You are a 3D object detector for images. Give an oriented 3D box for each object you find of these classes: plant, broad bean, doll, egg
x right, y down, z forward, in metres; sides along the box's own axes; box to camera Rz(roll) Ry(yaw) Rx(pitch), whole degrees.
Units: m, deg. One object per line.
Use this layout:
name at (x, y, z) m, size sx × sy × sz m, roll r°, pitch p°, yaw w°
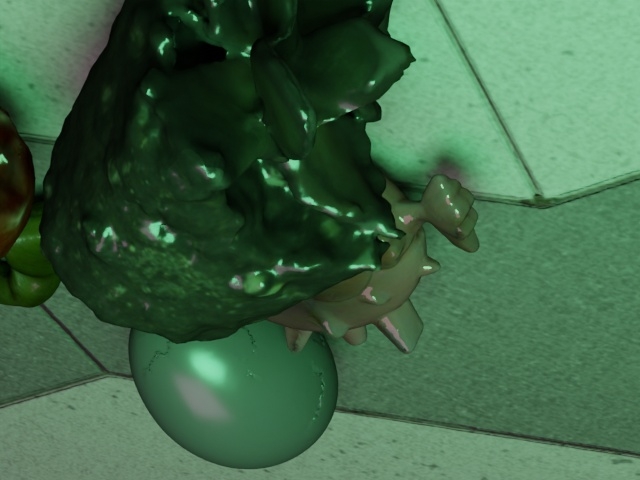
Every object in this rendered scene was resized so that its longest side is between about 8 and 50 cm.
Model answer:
plant at (-0.046, -0.067, 1.105) m, size 0.188 × 0.199 × 0.276 m, roll 16°, pitch 139°, yaw -24°
broad bean at (-0.230, 0.008, 1.453) m, size 0.070 × 0.048 × 0.213 m, roll 24°, pitch 151°, yaw -18°
doll at (0.000, 0.000, 1.300) m, size 0.262 × 0.093 × 0.211 m, roll -7°, pitch 130°, yaw 34°
egg at (-0.071, 0.105, 1.449) m, size 0.146 × 0.146 × 0.198 m, roll -11°, pitch 149°, yaw 35°

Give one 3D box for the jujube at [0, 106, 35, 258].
jujube at (-0.320, -0.033, 1.309) m, size 0.250 × 0.174 × 0.174 m, roll -9°, pitch 142°, yaw 40°
